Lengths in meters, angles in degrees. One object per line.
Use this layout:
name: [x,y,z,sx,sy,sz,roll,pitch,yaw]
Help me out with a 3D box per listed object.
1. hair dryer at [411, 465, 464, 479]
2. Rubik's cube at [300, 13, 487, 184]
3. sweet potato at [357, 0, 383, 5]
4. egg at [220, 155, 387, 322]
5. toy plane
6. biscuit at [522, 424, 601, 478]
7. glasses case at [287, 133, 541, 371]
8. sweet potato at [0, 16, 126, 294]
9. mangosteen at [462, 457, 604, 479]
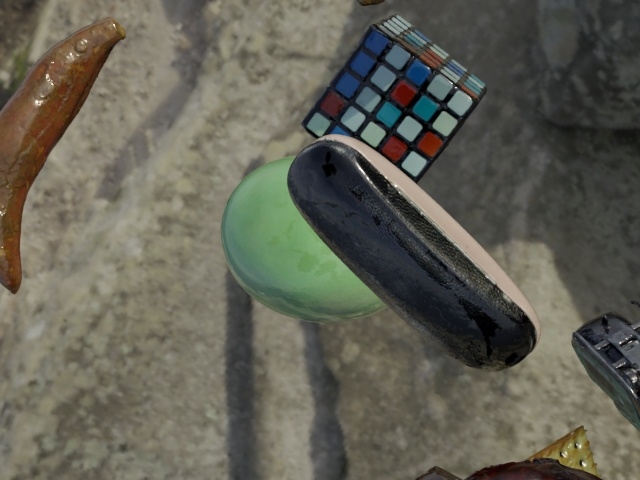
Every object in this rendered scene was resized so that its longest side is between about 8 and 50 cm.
hair dryer: [0.083,0.362,1.234,0.120,0.359,0.303,27,93,11]
Rubik's cube: [0.107,-0.190,1.685,0.184,0.182,0.187,-52,-1,20]
sweet potato: [0.140,-0.334,1.424,0.075,0.269,0.074,26,129,39]
egg: [0.000,0.000,1.593,0.270,0.220,0.220,18,78,4]
toy plane: [0.417,0.203,1.453,0.106,0.155,0.381,-29,45,-12]
biscuit: [0.298,0.346,1.382,0.016,0.139,0.231,-17,93,52]
glasses case: [0.094,0.016,1.226,0.075,0.314,0.122,-49,5,-36]
sweet potato: [-0.251,-0.085,1.037,0.255,0.078,0.058,-67,13,-3]
mangosteen: [0.144,0.226,0.738,0.166,0.166,0.180,-45,35,15]
